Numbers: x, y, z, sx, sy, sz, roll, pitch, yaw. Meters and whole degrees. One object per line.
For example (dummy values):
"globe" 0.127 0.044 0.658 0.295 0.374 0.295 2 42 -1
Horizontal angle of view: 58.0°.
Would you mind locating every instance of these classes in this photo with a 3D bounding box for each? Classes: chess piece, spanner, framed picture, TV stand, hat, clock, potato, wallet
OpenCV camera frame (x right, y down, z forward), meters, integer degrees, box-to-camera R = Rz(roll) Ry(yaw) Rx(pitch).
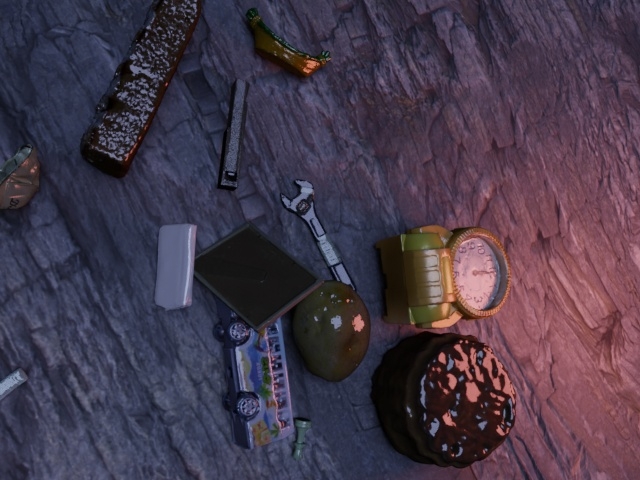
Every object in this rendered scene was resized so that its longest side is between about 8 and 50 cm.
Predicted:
"chess piece" -0.046 0.453 1.309 0.042 0.042 0.093 11 83 -19
"spanner" 0.000 0.000 1.400 0.087 0.024 0.316 -28 94 -20
"framed picture" -0.146 0.068 1.236 0.189 0.023 0.260 -37 54 -26
"TV stand" -0.202 -0.245 1.342 0.040 0.049 0.257 9 79 -21
"hat" -0.606 -0.099 1.126 0.081 0.122 0.166 44 41 -26
"clock" 0.316 0.084 1.424 0.317 0.200 0.244 -4 87 -30
"potato" 0.025 0.205 1.313 0.177 0.160 0.235 1 94 4
"wallet" -0.312 0.056 1.241 0.033 0.095 0.190 17 74 -61

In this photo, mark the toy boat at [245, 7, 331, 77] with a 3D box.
"toy boat" -0.086 -0.472 1.395 0.229 0.089 0.088 26 88 -12

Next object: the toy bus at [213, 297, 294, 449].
"toy bus" -0.146 0.274 1.262 0.136 0.109 0.330 -5 84 -30

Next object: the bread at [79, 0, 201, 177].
"bread" -0.379 -0.342 1.227 0.113 0.165 0.417 26 73 -21

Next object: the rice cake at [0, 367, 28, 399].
"rice cake" -0.643 0.310 1.105 0.170 0.029 0.033 -38 100 -22

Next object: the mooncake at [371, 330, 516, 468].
"mooncake" 0.298 0.376 1.373 0.324 0.187 0.324 4 80 -22
